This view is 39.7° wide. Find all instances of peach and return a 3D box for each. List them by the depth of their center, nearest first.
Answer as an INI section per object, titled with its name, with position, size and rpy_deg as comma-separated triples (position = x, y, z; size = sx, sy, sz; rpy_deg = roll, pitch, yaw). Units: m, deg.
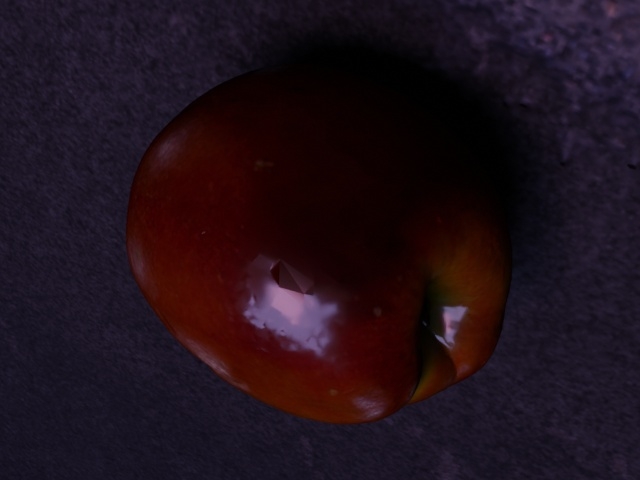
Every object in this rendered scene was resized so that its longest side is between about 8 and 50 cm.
[peach]
position = 0.000, 0.000, 0.550
size = 0.243, 0.199, 0.243
rpy_deg = 34, -179, -1
